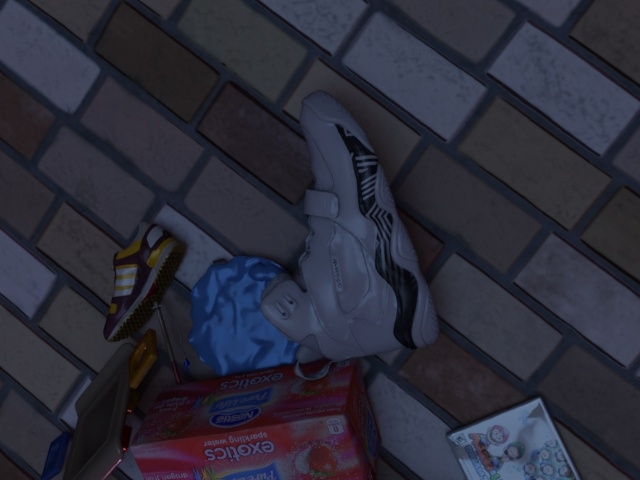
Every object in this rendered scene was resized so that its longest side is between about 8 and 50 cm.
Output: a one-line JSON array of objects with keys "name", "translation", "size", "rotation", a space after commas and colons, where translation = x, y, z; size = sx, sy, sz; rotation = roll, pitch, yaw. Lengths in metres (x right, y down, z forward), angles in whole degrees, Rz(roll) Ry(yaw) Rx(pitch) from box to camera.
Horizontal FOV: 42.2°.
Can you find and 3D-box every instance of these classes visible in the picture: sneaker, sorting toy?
[{"name": "sneaker", "translation": [0.000, 0.000, 1.084], "size": [0.210, 0.137, 0.366], "rotation": [-23, 94, -3]}, {"name": "sorting toy", "translation": [-0.306, 0.270, 1.183], "size": [0.047, 0.196, 0.348], "rotation": [26, 123, -26]}, {"name": "sneaker", "translation": [-0.276, 0.060, 1.220], "size": [0.084, 0.069, 0.185], "rotation": [36, 96, 17]}]

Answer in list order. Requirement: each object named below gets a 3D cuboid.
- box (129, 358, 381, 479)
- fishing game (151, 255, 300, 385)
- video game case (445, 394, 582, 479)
[{"name": "box", "translation": [-0.081, 0.277, 1.132], "size": [0.300, 0.142, 0.154], "rotation": [-11, 112, 14]}, {"name": "fishing game", "translation": [-0.106, 0.112, 1.194], "size": [0.264, 0.041, 0.189], "rotation": [-18, 88, 12]}, {"name": "video game case", "translation": [0.268, 0.309, 1.133], "size": [0.143, 0.019, 0.157], "rotation": [-26, 89, 14]}]
